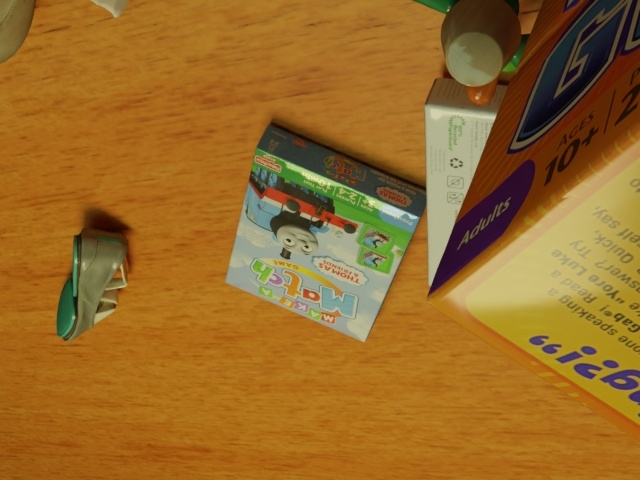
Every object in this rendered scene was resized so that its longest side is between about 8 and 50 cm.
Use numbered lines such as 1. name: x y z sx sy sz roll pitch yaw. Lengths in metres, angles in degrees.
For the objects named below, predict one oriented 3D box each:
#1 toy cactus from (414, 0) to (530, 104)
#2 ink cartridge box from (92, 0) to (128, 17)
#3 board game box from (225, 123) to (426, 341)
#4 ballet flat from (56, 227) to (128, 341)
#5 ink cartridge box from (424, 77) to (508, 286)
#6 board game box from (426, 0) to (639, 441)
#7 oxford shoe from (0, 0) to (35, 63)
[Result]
1. toy cactus: 0.099 -0.143 0.717 0.219 0.180 0.112 44 118 -10
2. ink cartridge box: 0.024 -0.238 0.483 0.119 0.353 0.207 29 -175 -5
3. board game box: 0.000 0.000 1.046 0.160 0.039 0.211 23 142 4
4. ballet flat: -0.256 0.058 1.237 0.068 0.072 0.213 2 149 -19
5. ink cartridge box: 0.198 -0.025 0.900 0.224 0.045 0.223 12 140 16
6. board game box: 0.330 -0.080 0.515 0.356 0.356 0.356 33 141 -8
7. oxford shoe: -0.226 -0.233 0.805 0.146 0.140 0.397 27 154 -3
